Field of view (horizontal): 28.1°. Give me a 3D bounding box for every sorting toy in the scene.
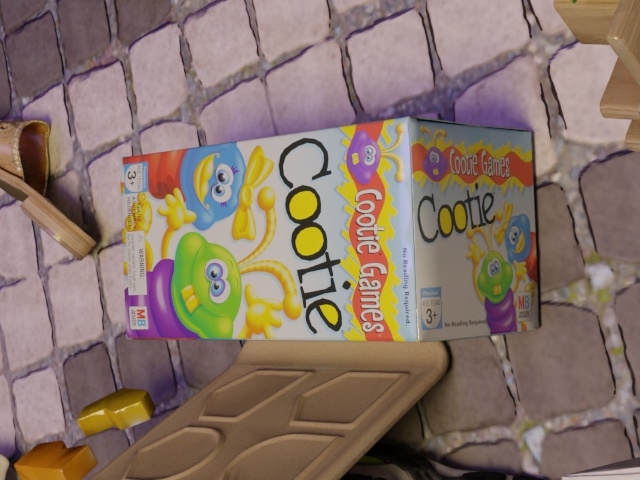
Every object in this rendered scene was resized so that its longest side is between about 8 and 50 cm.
[{"bbox_3d":[-0.077,0.148,0.956,0.307,0.229,0.041,-4,118,41],"label":"sorting toy"}]

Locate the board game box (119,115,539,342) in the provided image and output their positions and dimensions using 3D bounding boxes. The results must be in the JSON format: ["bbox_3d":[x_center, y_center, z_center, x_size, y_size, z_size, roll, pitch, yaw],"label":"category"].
[{"bbox_3d":[0.000,0.000,0.919,0.275,0.144,0.142,-4,87,42],"label":"board game box"}]

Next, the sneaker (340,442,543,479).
[{"bbox_3d":[0.093,0.225,0.877,0.300,0.111,0.121,9,107,45],"label":"sneaker"}]

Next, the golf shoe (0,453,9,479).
[{"bbox_3d":[-0.328,0.334,1.210,0.120,0.105,0.272,-28,71,30],"label":"golf shoe"}]

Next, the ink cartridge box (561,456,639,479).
[{"bbox_3d":[0.219,0.217,0.728,0.082,0.140,0.190,-15,79,42],"label":"ink cartridge box"}]

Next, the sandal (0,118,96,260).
[{"bbox_3d":[-0.281,-0.076,1.227,0.240,0.088,0.079,38,82,28],"label":"sandal"}]

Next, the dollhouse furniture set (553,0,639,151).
[{"bbox_3d":[0.231,-0.187,0.681,0.161,0.212,0.242,10,69,42],"label":"dollhouse furniture set"}]
